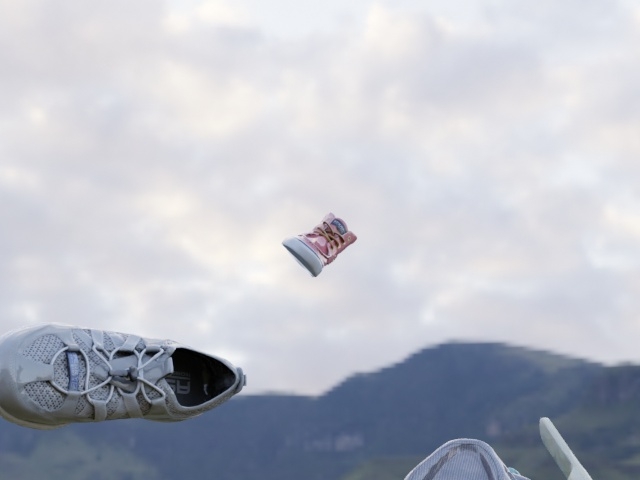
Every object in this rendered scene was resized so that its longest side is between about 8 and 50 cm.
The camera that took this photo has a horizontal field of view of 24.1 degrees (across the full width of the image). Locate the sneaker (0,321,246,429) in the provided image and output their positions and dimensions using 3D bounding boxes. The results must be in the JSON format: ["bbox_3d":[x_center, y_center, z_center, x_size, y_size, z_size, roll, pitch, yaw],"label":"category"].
[{"bbox_3d":[-0.195,0.124,1.460,0.115,0.105,0.281,-17,-14,42],"label":"sneaker"}]

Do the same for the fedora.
[{"bbox_3d":[0.166,0.333,1.787,0.243,0.275,0.124,6,-49,22],"label":"fedora"}]

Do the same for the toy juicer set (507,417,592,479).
[{"bbox_3d":[0.257,0.393,1.903,0.089,0.329,0.209,26,-2,-29],"label":"toy juicer set"}]

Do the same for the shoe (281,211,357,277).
[{"bbox_3d":[0.000,0.000,1.951,0.063,0.081,0.178,45,-3,4],"label":"shoe"}]
